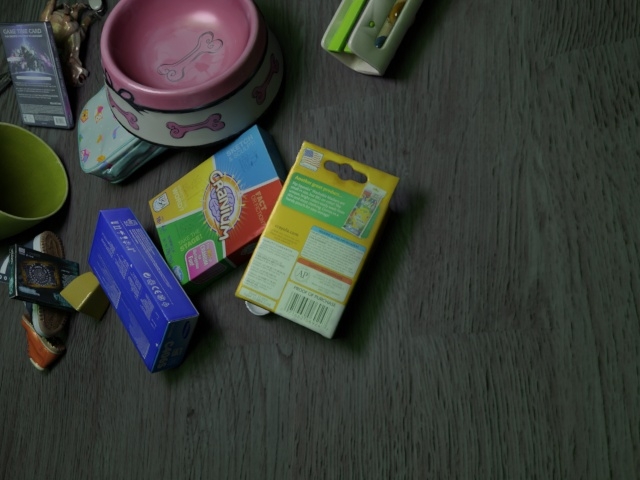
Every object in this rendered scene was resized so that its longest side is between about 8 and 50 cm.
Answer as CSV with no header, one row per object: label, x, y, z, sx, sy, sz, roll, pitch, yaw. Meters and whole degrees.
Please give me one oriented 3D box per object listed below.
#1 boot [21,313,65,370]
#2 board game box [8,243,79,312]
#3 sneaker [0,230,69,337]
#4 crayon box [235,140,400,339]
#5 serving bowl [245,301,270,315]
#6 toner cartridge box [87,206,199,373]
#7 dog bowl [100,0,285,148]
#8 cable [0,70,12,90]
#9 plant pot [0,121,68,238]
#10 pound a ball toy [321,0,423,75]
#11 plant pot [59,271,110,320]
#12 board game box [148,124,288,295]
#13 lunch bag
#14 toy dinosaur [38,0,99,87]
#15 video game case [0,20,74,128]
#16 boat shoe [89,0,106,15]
boot,-0.687,0.243,1.730,0.158,0.059,0.084,41,102,31
board game box,-0.640,0.092,1.671,0.026,0.186,0.126,-20,65,24
sneaker,-0.705,0.126,1.748,0.153,0.099,0.282,-23,58,16
crayon box,0.000,0.000,1.363,0.203,0.083,0.322,23,88,11
serving bowl,-0.111,0.113,1.459,0.083,0.027,0.083,-9,71,26
toner cartridge box,-0.392,0.100,1.555,0.348,0.075,0.165,51,133,31
dog bowl,-0.288,-0.406,1.556,0.408,0.150,0.407,-2,63,4
cable,-0.880,-0.488,2.055,0.287,0.072,0.139,-1,69,30
plant pot,-0.843,-0.108,1.830,0.294,0.275,0.274,-32,61,34
pound a ball toy,0.129,-0.504,1.475,0.319,0.136,0.208,-62,32,0
plant pot,-0.534,0.122,1.668,0.081,0.081,0.083,33,84,33
board game box,-0.207,-0.064,1.547,0.317,0.064,0.242,-33,62,17
lunch bag,-0.459,-0.272,1.711,0.279,0.108,0.224,-31,61,27
toy dinosaur,-0.719,-0.568,1.965,0.200,0.127,0.295,-51,52,15
video game case,-0.752,-0.437,1.900,0.196,0.026,0.274,10,117,31
boat shoe,-0.620,-0.676,1.986,0.046,0.038,0.125,-24,64,0
